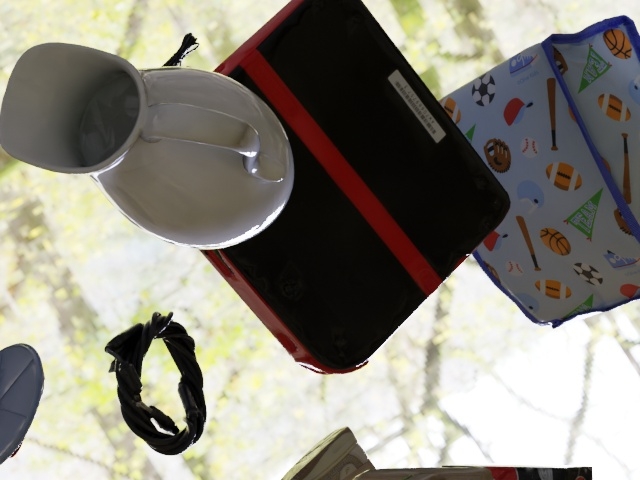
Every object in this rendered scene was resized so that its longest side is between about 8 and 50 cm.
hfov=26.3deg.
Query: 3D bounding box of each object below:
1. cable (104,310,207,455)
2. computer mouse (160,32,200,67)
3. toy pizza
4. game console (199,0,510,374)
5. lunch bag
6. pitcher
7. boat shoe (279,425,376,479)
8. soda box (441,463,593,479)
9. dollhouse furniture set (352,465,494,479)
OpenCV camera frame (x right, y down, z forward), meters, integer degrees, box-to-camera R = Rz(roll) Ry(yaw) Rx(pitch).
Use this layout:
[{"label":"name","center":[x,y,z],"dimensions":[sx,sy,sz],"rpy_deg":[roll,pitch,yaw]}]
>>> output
[{"label":"cable","center":[-0.168,0.156,1.526],"dimensions":[0.047,0.150,0.184],"rpy_deg":[-27,-178,20]},{"label":"computer mouse","center":[-0.231,-0.252,2.205],"dimensions":[0.106,0.042,0.193],"rpy_deg":[-40,-145,19]},{"label":"toy pizza","center":[-0.461,0.246,1.995],"dimensions":[0.201,0.032,0.201],"rpy_deg":[-27,-132,34]},{"label":"game console","center":[0.012,-0.068,1.627],"dimensions":[0.342,0.386,0.060],"rpy_deg":[-46,-160,-18]},{"label":"lunch bag","center":[0.362,-0.082,1.987],"dimensions":[0.239,0.385,0.328],"rpy_deg":[-21,175,-36]},{"label":"pitcher","center":[-0.086,-0.060,0.934],"dimensions":[0.178,0.125,0.207],"rpy_deg":[13,175,33]},{"label":"boat shoe","center":[-0.041,0.426,2.111],"dimensions":[0.341,0.110,0.122],"rpy_deg":[-39,-177,-30]},{"label":"soda box","center":[0.217,0.276,1.523],"dimensions":[0.169,0.053,0.060],"rpy_deg":[-8,170,41]},{"label":"dollhouse furniture set","center":[-0.037,0.396,0.960],"dimensions":[0.257,0.394,0.362],"rpy_deg":[-10,-172,43]}]
